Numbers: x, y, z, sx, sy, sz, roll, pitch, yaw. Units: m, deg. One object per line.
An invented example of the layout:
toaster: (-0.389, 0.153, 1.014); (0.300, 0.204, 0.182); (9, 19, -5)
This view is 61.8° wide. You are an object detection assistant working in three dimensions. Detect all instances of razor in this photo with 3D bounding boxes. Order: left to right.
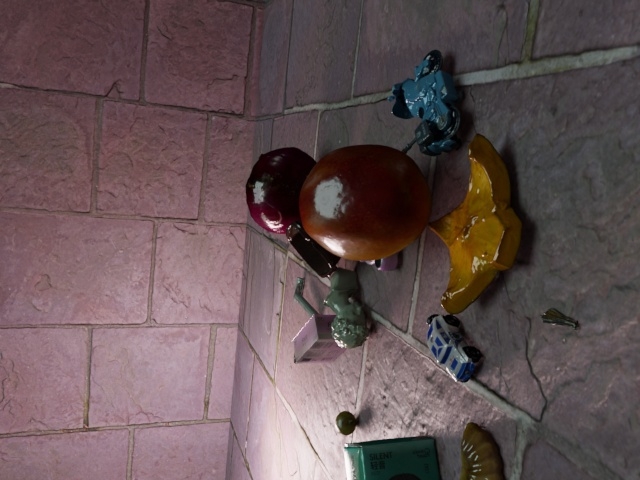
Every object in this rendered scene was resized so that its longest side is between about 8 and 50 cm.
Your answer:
razor: (-0.064, 0.254, 2.176); (0.278, 0.056, 0.111); (-132, 50, -63)

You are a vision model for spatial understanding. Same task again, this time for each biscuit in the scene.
biscuit: (0.321, 0.478, 1.105); (0.118, 0.061, 0.183); (-175, 89, -68)

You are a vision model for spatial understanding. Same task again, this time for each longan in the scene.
longan: (0.084, 0.586, 1.717); (0.083, 0.075, 0.075); (138, 132, -58)

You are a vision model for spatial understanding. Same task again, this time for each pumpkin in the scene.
pumpkin: (0.321, -0.025, 1.114); (0.290, 0.095, 0.258); (111, 159, -49)

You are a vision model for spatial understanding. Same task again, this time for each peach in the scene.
peach: (0.112, -0.092, 1.280); (0.332, 0.307, 0.308); (-8, 79, 60)

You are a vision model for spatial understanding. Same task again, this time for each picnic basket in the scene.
picnic basket: (0.000, 0.000, 1.788); (0.222, 0.129, 0.297); (47, 167, 2)

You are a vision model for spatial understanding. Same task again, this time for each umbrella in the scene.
umbrella: (0.420, 0.140, 0.943); (0.031, 0.020, 0.083); (-49, 18, -11)

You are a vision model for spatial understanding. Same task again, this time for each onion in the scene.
onion: (-0.087, -0.189, 2.020); (0.385, 0.347, 0.348); (3, 90, 35)

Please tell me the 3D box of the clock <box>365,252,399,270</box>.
clock: (0.169, -0.047, 1.548); (0.227, 0.090, 0.248); (-156, 68, -69)

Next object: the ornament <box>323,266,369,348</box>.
ornament: (0.075, 0.218, 1.718); (0.285, 0.120, 0.130); (-106, 26, -44)

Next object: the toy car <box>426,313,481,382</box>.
toy car: (0.290, 0.235, 1.206); (0.171, 0.070, 0.080); (-115, 33, -50)

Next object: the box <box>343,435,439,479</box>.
box: (0.180, 0.632, 1.258); (0.118, 0.205, 0.312); (135, 135, -58)

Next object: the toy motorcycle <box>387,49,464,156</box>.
toy motorcycle: (0.257, -0.320, 1.305); (0.182, 0.123, 0.272); (-44, 46, 48)

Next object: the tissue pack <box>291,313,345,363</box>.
tissue pack: (0.010, 0.343, 1.843); (0.246, 0.148, 0.093); (124, 144, -51)
